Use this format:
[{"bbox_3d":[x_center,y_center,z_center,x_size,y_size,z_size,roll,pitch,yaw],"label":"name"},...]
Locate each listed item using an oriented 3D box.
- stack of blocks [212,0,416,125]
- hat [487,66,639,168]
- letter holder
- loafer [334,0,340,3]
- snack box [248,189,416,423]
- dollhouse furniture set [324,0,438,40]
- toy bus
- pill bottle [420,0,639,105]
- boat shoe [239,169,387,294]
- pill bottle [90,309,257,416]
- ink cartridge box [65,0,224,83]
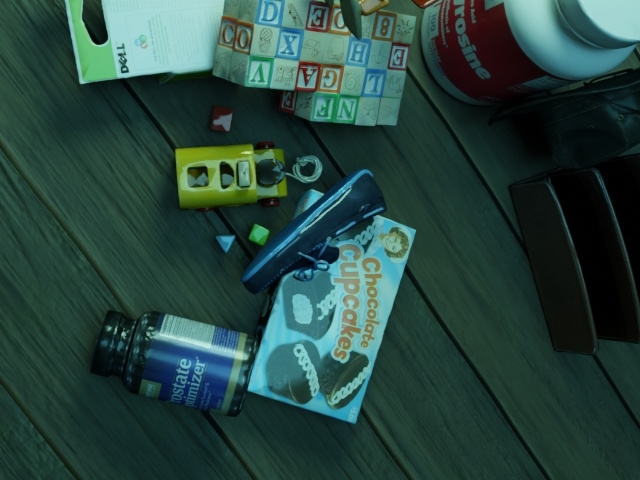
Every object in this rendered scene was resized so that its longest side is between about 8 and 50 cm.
[{"bbox_3d":[-0.007,-0.265,1.453,0.297,0.087,0.171,-2,109,-40],"label":"stack of blocks"},{"bbox_3d":[0.439,-0.190,1.571,0.331,0.331,0.134,-20,98,-19],"label":"hat"},{"bbox_3d":[0.465,0.025,1.627,0.152,0.214,0.301,-19,96,-20],"label":"letter holder"},{"bbox_3d":[0.062,-0.467,1.549,0.092,0.102,0.268,40,77,-21],"label":"loafer"},{"bbox_3d":[0.012,0.103,1.541,0.187,0.060,0.322,20,82,-17],"label":"snack box"},{"bbox_3d":[0.102,-0.419,1.384,0.262,0.135,0.259,-31,61,-9],"label":"dollhouse furniture set"},{"bbox_3d":[-0.121,-0.095,1.461,0.191,0.104,0.202,40,86,-5],"label":"toy bus"},{"bbox_3d":[0.333,-0.341,1.483,0.229,0.408,0.229,1,88,-20],"label":"pill bottle"},{"bbox_3d":[0.000,0.000,1.455,0.258,0.109,0.089,-40,101,-12],"label":"boat shoe"},{"bbox_3d":[-0.209,0.170,1.417,0.219,0.123,0.122,14,84,-6],"label":"pill bottle"},{"bbox_3d":[-0.241,-0.326,1.439,0.255,0.097,0.188,-10,93,-19],"label":"ink cartridge box"}]
